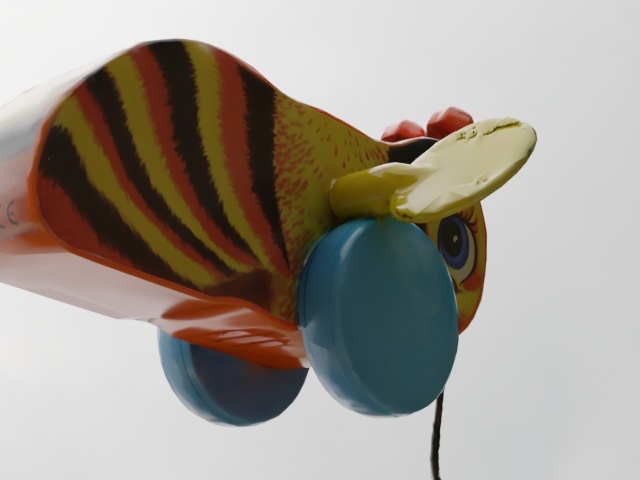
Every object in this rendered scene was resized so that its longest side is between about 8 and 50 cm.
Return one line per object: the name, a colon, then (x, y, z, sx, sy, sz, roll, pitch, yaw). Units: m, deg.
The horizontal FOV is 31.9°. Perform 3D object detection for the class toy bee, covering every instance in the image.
toy bee: (0.000, 0.000, 0.445, 0.298, 0.195, 0.162, 56, -140, -54)
